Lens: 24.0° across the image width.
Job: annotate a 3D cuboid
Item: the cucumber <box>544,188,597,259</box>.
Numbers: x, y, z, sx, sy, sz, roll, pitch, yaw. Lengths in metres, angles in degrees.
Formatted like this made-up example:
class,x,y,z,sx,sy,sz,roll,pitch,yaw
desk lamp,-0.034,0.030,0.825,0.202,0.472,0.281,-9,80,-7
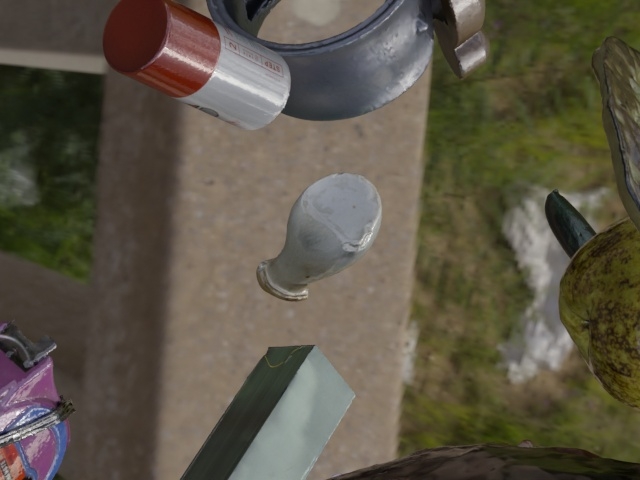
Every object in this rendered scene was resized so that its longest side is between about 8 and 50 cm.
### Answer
class,x,y,z,sx,sy,sz,roll,pitch,yaw
cucumber,0.382,0.033,2.074,0.056,0.284,0.056,-18,140,-16

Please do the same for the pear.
class,x,y,z,sx,sy,sz,roll,pitch,yaw
pear,0.304,0.060,1.311,0.197,0.197,0.197,-6,101,-32

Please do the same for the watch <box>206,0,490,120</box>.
class,x,y,z,sx,sy,sz,roll,pitch,yaw
watch,0.019,-0.334,1.955,0.327,0.335,0.314,-25,146,1

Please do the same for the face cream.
class,x,y,z,sx,sy,sz,roll,pitch,yaw
face cream,-0.131,-0.193,1.631,0.214,0.096,0.096,20,86,-53

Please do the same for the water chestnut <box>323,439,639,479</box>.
class,x,y,z,sx,sy,sz,roll,pitch,yaw
water chestnut,0.072,0.176,0.460,0.300,0.300,0.300,-6,101,-32

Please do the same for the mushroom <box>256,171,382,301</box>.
class,x,y,z,sx,sy,sz,roll,pitch,yaw
mushroom,0.000,0.000,1.914,0.116,0.225,0.093,18,56,-11

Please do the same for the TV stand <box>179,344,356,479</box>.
class,x,y,z,sx,sy,sz,roll,pitch,yaw
TV stand,-0.071,0.235,1.567,0.088,0.083,0.269,53,53,-26

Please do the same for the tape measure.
class,x,y,z,sx,sy,sz,roll,pitch,yaw
tape measure,-0.218,0.126,0.985,0.125,0.074,0.118,-37,146,-26

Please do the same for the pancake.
class,x,y,z,sx,sy,sz,roll,pitch,yaw
pancake,0.234,-0.024,0.956,0.235,0.029,0.212,62,28,-4

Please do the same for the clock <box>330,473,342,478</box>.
class,x,y,z,sx,sy,sz,roll,pitch,yaw
clock,0.141,0.384,1.939,0.275,0.290,0.080,-53,165,-13
